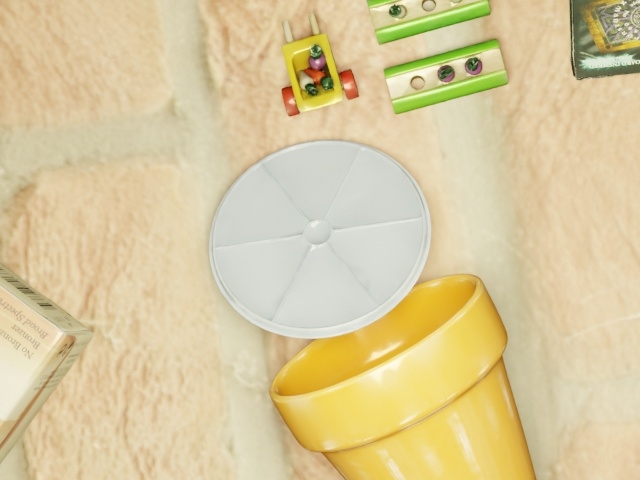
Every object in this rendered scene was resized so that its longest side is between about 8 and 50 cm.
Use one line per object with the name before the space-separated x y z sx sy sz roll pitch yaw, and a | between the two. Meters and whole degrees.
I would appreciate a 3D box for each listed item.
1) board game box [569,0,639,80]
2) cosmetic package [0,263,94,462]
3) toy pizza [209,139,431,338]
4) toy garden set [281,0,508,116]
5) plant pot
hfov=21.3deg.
board game box | 0.312 -0.204 1.490 0.186 0.126 0.026 -5 45 5
cosmetic package | -0.356 0.159 1.518 0.153 0.129 0.296 35 91 5
toy pizza | 0.000 0.000 1.521 0.201 0.032 0.201 -4 61 8
toy garden set | 0.043 -0.236 1.544 0.204 0.049 0.244 -15 86 4
plant pot | 0.089 0.159 1.456 0.205 0.205 0.188 -28 100 3
